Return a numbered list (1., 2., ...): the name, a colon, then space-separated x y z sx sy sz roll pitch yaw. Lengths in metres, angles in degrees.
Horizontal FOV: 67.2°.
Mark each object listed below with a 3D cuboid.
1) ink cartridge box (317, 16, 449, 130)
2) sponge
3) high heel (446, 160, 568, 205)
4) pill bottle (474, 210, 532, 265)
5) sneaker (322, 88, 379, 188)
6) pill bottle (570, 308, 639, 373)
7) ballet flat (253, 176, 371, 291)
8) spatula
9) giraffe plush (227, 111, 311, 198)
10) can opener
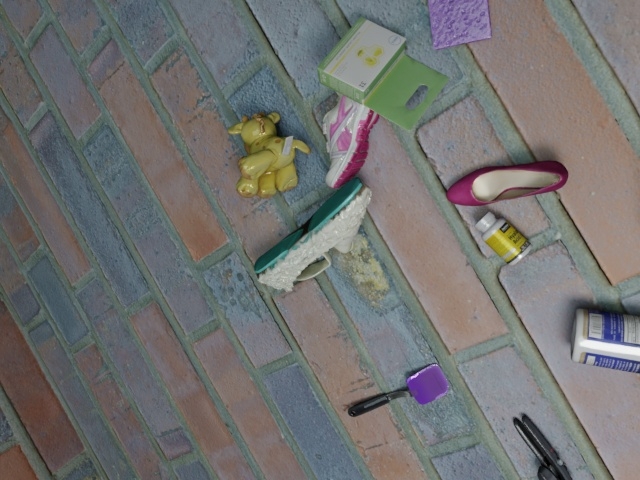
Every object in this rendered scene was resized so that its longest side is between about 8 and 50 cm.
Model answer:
1. ink cartridge box: 0.136 -0.358 1.027 0.235 0.056 0.171 33 74 17
2. sponge: 0.279 -0.509 0.985 0.117 0.031 0.210 -5 101 27
3. high heel: 0.372 -0.111 0.988 0.244 0.117 0.082 -5 100 27
4. pill bottle: 0.389 -0.007 1.035 0.116 0.065 0.065 45 117 9
5. sneaker: 0.056 -0.247 1.125 0.111 0.103 0.252 25 104 20
6. pill bottle: 0.605 0.203 0.956 0.186 0.112 0.112 7 105 25
7. ballet flat: 0.000 0.000 1.209 0.409 0.147 0.147 -37 85 31
8. spatula: 0.192 0.407 1.252 0.296 0.030 0.084 -31 90 28
9. giraffe plush: -0.145 -0.231 1.199 0.171 0.181 0.210 57 132 27
10. can opener: 0.512 0.489 1.104 0.059 0.073 0.186 -35 77 36
